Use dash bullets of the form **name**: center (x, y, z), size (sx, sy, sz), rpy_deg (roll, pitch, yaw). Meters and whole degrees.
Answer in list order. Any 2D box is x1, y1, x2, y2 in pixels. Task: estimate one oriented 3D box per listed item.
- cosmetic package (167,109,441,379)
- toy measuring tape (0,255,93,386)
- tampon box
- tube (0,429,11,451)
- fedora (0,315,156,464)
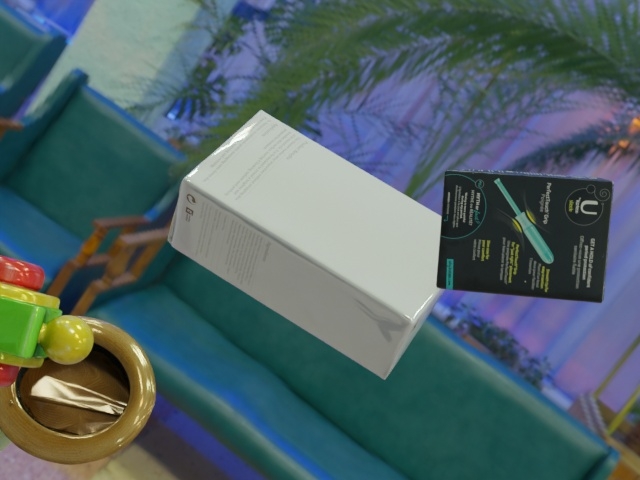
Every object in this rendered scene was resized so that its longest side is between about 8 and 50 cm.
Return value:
- **cosmetic package**: center (0.000, 0.000, 1.430), size (0.385, 0.156, 0.217), rpy_deg (34, 48, 11)
- **toy measuring tape**: center (-0.343, 0.054, 0.858), size (0.330, 0.121, 0.121), rpy_deg (13, 7, 14)
- **tampon box**: center (0.202, -0.008, 0.981), size (0.161, 0.120, 0.101), rpy_deg (5, 6, 9)
- **tube**: center (-0.418, 0.238, 1.170), size (0.240, 0.070, 0.062), rpy_deg (-40, 113, -54)
- **fedora**: center (-0.295, 0.185, 1.176), size (0.194, 0.194, 0.079), rpy_deg (39, -23, 13)
